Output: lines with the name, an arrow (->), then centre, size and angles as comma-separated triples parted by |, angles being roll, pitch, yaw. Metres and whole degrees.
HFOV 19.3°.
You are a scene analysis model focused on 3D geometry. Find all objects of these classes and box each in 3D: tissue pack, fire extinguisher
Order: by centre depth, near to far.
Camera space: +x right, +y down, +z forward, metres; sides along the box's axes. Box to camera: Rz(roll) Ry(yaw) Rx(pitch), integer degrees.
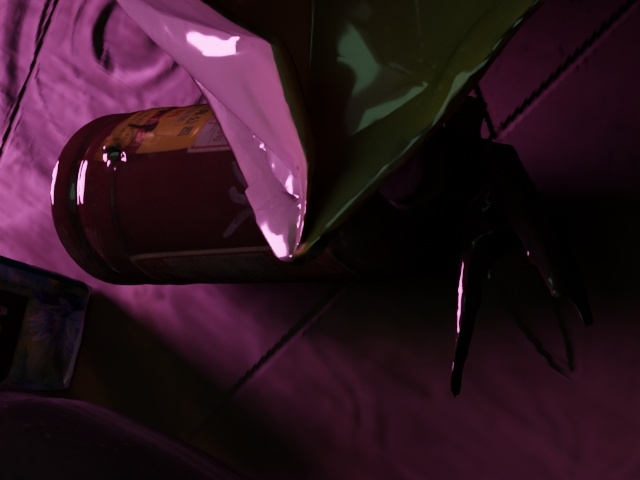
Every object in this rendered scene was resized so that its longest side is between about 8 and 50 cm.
fire extinguisher -> 0.005, -0.004, 0.721 | 0.252, 0.075, 0.106 | -1, 104, 44
tissue pack -> -0.178, 0.040, 0.850 | 0.085, 0.111, 0.079 | 3, 78, 47

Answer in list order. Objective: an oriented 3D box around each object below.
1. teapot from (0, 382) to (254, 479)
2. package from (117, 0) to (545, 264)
teapot -> -0.074, 0.206, 0.566 | 0.239, 0.239, 0.321 | 11, 43, 32
package -> -0.032, -0.164, 0.663 | 0.221, 0.165, 0.311 | -52, 26, 11
